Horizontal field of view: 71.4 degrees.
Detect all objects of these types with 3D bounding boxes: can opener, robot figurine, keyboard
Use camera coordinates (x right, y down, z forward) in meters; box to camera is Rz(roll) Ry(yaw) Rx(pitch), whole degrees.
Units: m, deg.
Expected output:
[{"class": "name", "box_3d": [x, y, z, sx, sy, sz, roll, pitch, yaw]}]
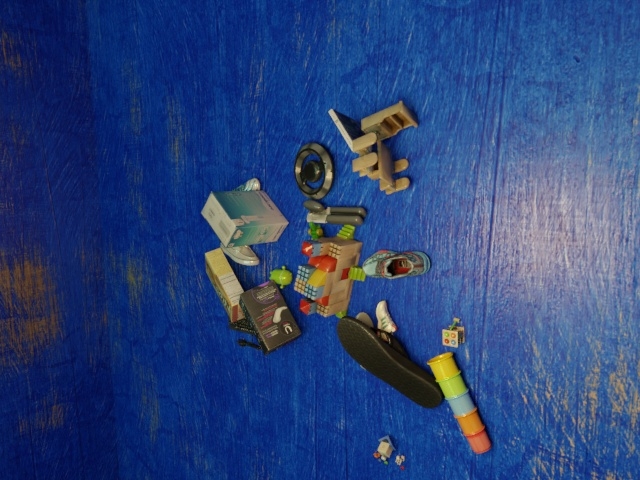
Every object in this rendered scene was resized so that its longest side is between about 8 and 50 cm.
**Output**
[{"class": "can opener", "box_3d": [0.045, -0.103, 1.727, 0.281, 0.093, 0.074, 8, 67, 38]}, {"class": "robot figurine", "box_3d": [-0.171, 0.161, 1.965, 0.115, 0.067, 0.101, 4, 86, 40]}, {"class": "keyboard", "box_3d": [-0.342, 0.440, 2.173, 0.317, 0.033, 0.201, 2, 97, 41]}]

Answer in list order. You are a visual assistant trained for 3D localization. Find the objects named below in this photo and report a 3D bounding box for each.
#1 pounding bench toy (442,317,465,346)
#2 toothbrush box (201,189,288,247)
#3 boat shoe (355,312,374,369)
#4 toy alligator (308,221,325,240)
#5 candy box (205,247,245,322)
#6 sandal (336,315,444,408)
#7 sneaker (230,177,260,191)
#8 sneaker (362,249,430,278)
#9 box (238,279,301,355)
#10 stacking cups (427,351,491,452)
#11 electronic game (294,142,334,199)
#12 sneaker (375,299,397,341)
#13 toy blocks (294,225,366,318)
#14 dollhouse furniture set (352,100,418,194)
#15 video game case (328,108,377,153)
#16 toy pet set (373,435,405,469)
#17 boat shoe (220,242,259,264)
[{"class": "pounding bench toy", "box_3d": [0.437, 0.301, 1.467, 0.052, 0.065, 0.083, 2, 96, 41]}, {"class": "toothbrush box", "box_3d": [-0.319, -0.099, 1.907, 0.216, 0.296, 0.126, 51, 126, 22]}, {"class": "boat shoe", "box_3d": [0.160, 0.388, 1.703, 0.081, 0.079, 0.227, -13, 88, 54]}, {"class": "toy alligator", "box_3d": [0.000, 0.000, 1.809, 0.056, 0.051, 0.189, 1, 120, 41]}, {"class": "candy box", "box_3d": [-0.454, 0.215, 2.145, 0.316, 0.088, 0.182, 56, 153, 25]}, {"class": "sandal", "box_3d": [0.245, 0.420, 1.594, 0.446, 0.107, 0.167, 38, 131, 5]}, {"class": "sneaker", "box_3d": [-0.380, -0.201, 2.056, 0.240, 0.126, 0.091, -43, 69, 36]}, {"class": "sneaker", "box_3d": [0.242, 0.083, 1.564, 0.262, 0.125, 0.104, -11, 88, 41]}, {"class": "box", "box_3d": [-0.224, 0.335, 1.937, 0.270, 0.165, 0.143, 60, 158, 16]}, {"class": "stacking cups", "box_3d": [0.455, 0.535, 1.468, 0.096, 0.096, 0.316, -29, 78, 39]}, {"class": "electronic game", "box_3d": [-0.029, -0.278, 1.798, 0.229, 0.048, 0.229, 14, 110, 45]}, {"class": "sneaker", "box_3d": [0.249, 0.298, 1.636, 0.075, 0.057, 0.161, 7, 104, 37]}, {"class": "toy blocks", "box_3d": [0.017, 0.139, 1.675, 0.191, 0.261, 0.381, 23, 111, 36]}, {"class": "dollhouse furniture set", "box_3d": [0.231, -0.307, 1.472, 0.161, 0.212, 0.241, -16, 64, 36]}, {"class": "video game case", "box_3d": [0.121, -0.371, 1.565, 0.022, 0.190, 0.173, -38, 72, 27]}, {"class": "toy pet set", "box_3d": [0.261, 0.803, 1.704, 0.122, 0.065, 0.114, -5, 128, 44]}, {"class": "boat shoe", "box_3d": [-0.383, 0.038, 2.118, 0.268, 0.096, 0.088, 29, 118, 43]}]
